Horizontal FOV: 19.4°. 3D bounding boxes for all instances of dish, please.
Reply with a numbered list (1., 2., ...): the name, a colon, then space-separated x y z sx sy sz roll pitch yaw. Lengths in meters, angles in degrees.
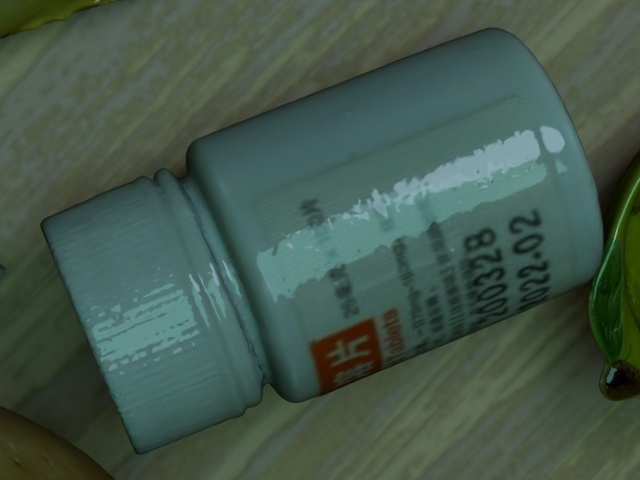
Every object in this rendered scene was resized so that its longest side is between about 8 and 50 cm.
1. dish: 0.207 -0.001 0.987 0.207 0.080 0.149 -44 106 -4

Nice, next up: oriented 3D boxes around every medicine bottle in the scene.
1. medicine bottle: 0.000 0.000 0.917 0.252 0.144 0.144 -20 101 -9

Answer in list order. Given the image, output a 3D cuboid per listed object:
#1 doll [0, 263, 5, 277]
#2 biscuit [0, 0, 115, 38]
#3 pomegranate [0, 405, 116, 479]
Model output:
1. doll: -0.198 0.010 0.929 0.076 0.050 0.083 -17 98 -12
2. biscuit: -0.211 -0.246 0.761 0.446 0.104 0.429 -25 137 -18
3. pomegranate: -0.207 0.243 0.789 0.411 0.411 0.411 -1 98 -10
